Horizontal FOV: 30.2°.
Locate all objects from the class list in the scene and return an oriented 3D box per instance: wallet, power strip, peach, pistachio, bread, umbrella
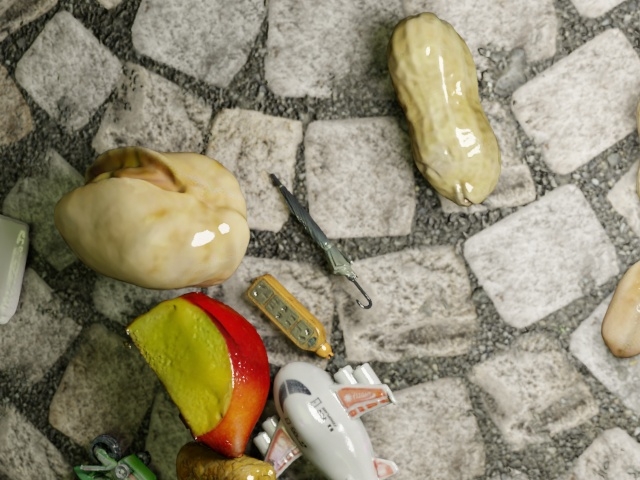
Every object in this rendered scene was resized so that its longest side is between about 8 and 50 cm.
[{"bbox_3d":[-0.561,0.045,2.033,0.124,0.032,0.182,17,100,17],"label":"wallet"},{"bbox_3d":[-0.045,0.123,1.866,0.178,0.028,0.049,44,104,11],"label":"power strip"},{"bbox_3d":[-0.156,0.197,1.834,0.154,0.159,0.267,-45,66,19],"label":"peach"},{"bbox_3d":[-0.256,-0.031,1.832,0.321,0.229,0.238,9,130,26],"label":"pistachio"},{"bbox_3d":[-0.149,0.380,1.843,0.211,0.083,0.113,5,103,54],"label":"bread"},{"bbox_3d":[0.004,-0.001,1.846,0.269,0.044,0.044,55,133,17],"label":"umbrella"}]

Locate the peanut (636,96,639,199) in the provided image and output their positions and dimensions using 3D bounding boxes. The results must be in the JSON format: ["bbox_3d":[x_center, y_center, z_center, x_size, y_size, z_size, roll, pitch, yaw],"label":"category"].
[{"bbox_3d":[0.480,-0.134,1.648,0.087,0.087,0.206,2,96,18],"label":"peanut"}]

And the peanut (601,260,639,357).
[{"bbox_3d":[0.447,0.097,1.680,0.076,0.076,0.152,22,102,16],"label":"peanut"}]

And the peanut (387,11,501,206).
[{"bbox_3d":[0.180,-0.188,1.724,0.130,0.130,0.290,-15,95,19],"label":"peanut"}]

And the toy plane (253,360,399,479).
[{"bbox_3d":[0.012,0.297,1.813,0.252,0.118,0.252,0,90,19],"label":"toy plane"}]

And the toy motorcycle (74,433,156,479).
[{"bbox_3d":[-0.317,0.407,1.957,0.190,0.074,0.106,40,113,12],"label":"toy motorcycle"}]
